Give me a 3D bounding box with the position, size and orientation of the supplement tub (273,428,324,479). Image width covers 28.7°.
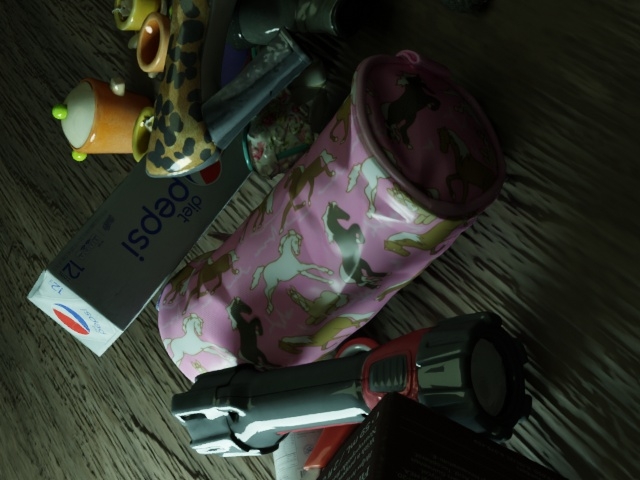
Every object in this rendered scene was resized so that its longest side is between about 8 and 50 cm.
[{"bbox_3d":[-0.010,0.195,1.165,0.071,0.071,0.107,-37,54,48],"label":"supplement tub"}]

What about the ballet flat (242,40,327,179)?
[{"bbox_3d":[-0.030,-0.145,1.242,0.241,0.077,0.091,-91,-13,-48],"label":"ballet flat"}]

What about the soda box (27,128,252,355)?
[{"bbox_3d":[-0.165,-0.026,1.264,0.286,0.098,0.091,-55,8,-31],"label":"soda box"}]

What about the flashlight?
[{"bbox_3d":[0.023,0.131,1.040,0.304,0.103,0.103,-16,105,39],"label":"flashlight"}]

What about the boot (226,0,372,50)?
[{"bbox_3d":[0.003,-0.290,1.231,0.161,0.083,0.247,-2,61,32],"label":"boot"}]

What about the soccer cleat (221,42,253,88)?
[{"bbox_3d":[-0.112,-0.253,1.330,0.083,0.095,0.248,42,135,49],"label":"soccer cleat"}]

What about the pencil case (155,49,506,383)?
[{"bbox_3d":[0.000,0.000,1.112,0.167,0.160,0.386,52,135,6],"label":"pencil case"}]

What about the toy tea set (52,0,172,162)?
[{"bbox_3d":[-0.241,-0.245,1.539,0.200,0.124,0.336,6,89,57],"label":"toy tea set"}]

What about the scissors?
[{"bbox_3d":[-0.001,0.218,1.096,0.109,0.021,0.297,31,91,34],"label":"scissors"}]

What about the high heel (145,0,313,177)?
[{"bbox_3d":[-0.148,-0.193,1.169,0.186,0.093,0.261,-42,67,10],"label":"high heel"}]

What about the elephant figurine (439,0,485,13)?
[{"bbox_3d":[0.036,-0.321,1.081,0.169,0.185,0.239,91,171,-46],"label":"elephant figurine"}]

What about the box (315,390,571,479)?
[{"bbox_3d":[0.070,0.253,0.883,0.168,0.167,0.203,-56,10,34],"label":"box"}]
